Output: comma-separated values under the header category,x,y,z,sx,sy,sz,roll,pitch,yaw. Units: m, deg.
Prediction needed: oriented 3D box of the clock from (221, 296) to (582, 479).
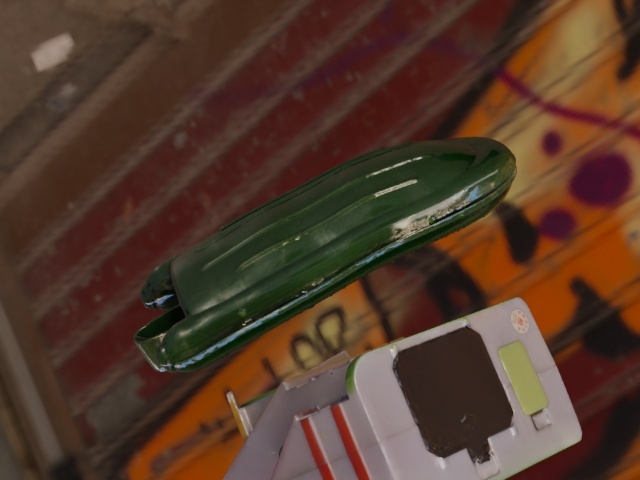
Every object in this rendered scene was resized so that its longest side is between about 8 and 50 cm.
category,x,y,z,sx,sy,sz,roll,pitch,yaw
clock,0.029,0.180,1.299,0.235,0.166,0.309,-15,169,-44

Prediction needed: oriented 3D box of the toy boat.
category,x,y,z,sx,sy,sz,roll,pitch,yaw
toy boat,0.000,0.000,0.727,0.210,0.052,0.104,-28,-158,-2
